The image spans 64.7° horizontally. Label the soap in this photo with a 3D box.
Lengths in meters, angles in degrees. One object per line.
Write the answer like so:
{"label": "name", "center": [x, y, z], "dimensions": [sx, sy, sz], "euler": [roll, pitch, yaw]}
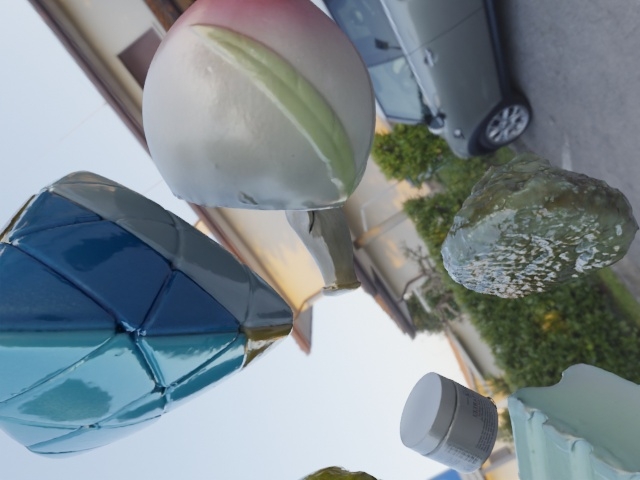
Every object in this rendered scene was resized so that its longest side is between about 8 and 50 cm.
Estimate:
{"label": "soap", "center": [0.309, 0.326, 0.493], "dimensions": [0.208, 0.114, 0.347], "euler": [-156, 53, -69]}

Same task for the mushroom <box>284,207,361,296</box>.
{"label": "mushroom", "center": [0.007, -0.008, 0.999], "dimensions": [0.096, 0.108, 0.247], "euler": [25, -141, -86]}

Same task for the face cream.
{"label": "face cream", "center": [0.284, 0.403, 1.123], "dimensions": [0.152, 0.177, 0.177], "euler": [26, -162, -7]}

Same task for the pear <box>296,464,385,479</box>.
{"label": "pear", "center": [0.004, 0.508, 0.786], "dimensions": [0.252, 0.307, 0.253], "euler": [22, 158, 9]}

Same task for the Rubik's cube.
{"label": "Rubik's cube", "center": [-0.144, 0.094, 0.416], "dimensions": [0.254, 0.254, 0.254], "euler": [53, -167, -18]}

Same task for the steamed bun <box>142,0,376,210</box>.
{"label": "steamed bun", "center": [-0.071, -0.192, 0.638], "dimensions": [0.309, 0.309, 0.309], "euler": [53, -167, -18]}

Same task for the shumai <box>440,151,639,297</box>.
{"label": "shumai", "center": [0.257, -0.050, 0.658], "dimensions": [0.272, 0.221, 0.204], "euler": [54, -154, -64]}
